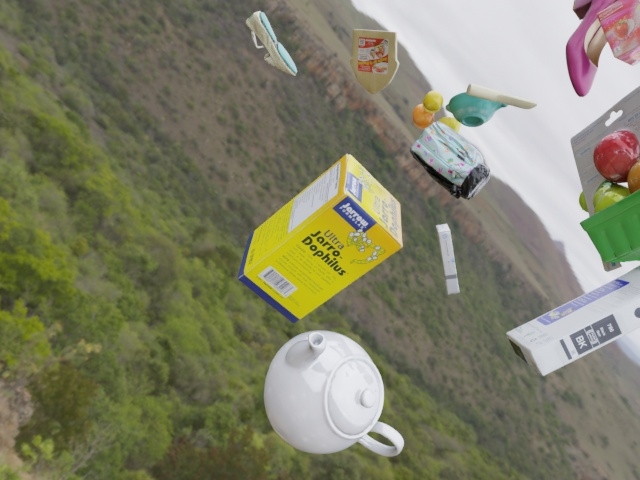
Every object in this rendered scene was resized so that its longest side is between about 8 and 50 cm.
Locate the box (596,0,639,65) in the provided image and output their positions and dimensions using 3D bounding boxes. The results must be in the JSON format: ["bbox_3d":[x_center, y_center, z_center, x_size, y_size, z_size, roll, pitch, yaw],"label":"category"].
[{"bbox_3d":[0.946,-0.630,1.741,0.142,0.300,0.153,-1,71,-44],"label":"box"}]

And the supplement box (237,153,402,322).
[{"bbox_3d":[0.000,0.000,1.532,0.195,0.357,0.194,41,28,-21],"label":"supplement box"}]

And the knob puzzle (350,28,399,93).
[{"bbox_3d":[0.173,-0.559,1.998,0.030,0.213,0.213,-21,65,-42],"label":"knob puzzle"}]

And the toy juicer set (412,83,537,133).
[{"bbox_3d":[0.389,-0.374,1.722,0.209,0.329,0.089,19,70,-29],"label":"toy juicer set"}]

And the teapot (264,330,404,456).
[{"bbox_3d":[0.033,0.295,1.209,0.256,0.187,0.252,5,83,-43],"label":"teapot"}]

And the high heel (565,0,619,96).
[{"bbox_3d":[0.853,-0.620,1.923,0.127,0.181,0.376,19,73,-42],"label":"high heel"}]

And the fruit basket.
[{"bbox_3d":[0.694,-0.139,1.396,0.166,0.327,0.352,4,70,-14],"label":"fruit basket"}]

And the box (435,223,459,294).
[{"bbox_3d":[0.377,0.052,1.894,0.145,0.038,0.186,-52,131,-78],"label":"box"}]

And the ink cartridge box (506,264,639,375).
[{"bbox_3d":[0.558,0.156,1.291,0.065,0.333,0.165,62,2,-4],"label":"ink cartridge box"}]

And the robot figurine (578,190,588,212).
[{"bbox_3d":[0.693,-0.103,1.583,0.115,0.101,0.067,-9,19,-28],"label":"robot figurine"}]

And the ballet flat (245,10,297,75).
[{"bbox_3d":[-0.170,-0.653,2.150,0.248,0.086,0.086,57,7,-31],"label":"ballet flat"}]

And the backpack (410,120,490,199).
[{"bbox_3d":[0.296,-0.182,1.447,0.182,0.115,0.152,44,12,14],"label":"backpack"}]
